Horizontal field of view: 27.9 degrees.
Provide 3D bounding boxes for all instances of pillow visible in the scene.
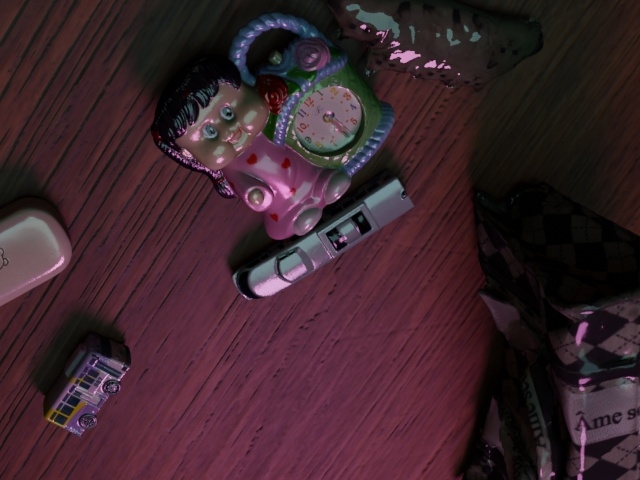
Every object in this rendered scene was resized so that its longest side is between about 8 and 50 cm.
[{"bbox_3d":[0.112,-0.201,1.303,0.241,0.051,0.093,8,110,-18],"label":"pillow"}]

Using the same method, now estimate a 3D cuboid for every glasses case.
[{"bbox_3d":[-0.345,0.030,1.296,0.196,0.050,0.083,-30,113,1],"label":"glasses case"}]

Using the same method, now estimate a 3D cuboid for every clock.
[{"bbox_3d":[-0.050,-0.123,1.275,0.195,0.100,0.194,37,96,-26],"label":"clock"}]

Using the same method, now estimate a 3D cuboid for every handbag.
[{"bbox_3d":[0.254,0.162,1.355,0.180,0.316,0.416,-13,118,-15],"label":"handbag"}]

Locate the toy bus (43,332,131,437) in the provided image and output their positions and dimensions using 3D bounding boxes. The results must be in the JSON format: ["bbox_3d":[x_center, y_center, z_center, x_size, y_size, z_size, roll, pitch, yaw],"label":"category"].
[{"bbox_3d":[-0.249,0.151,1.369,0.058,0.052,0.102,30,105,-23],"label":"toy bus"}]

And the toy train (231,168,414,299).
[{"bbox_3d":[0.000,0.000,1.364,0.207,0.047,0.043,-33,114,1],"label":"toy train"}]
